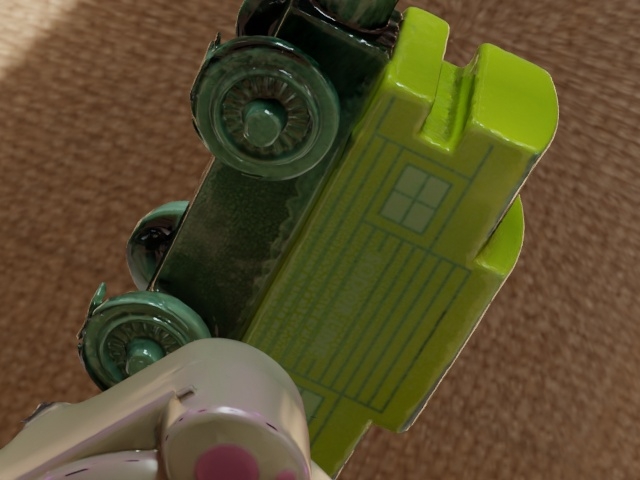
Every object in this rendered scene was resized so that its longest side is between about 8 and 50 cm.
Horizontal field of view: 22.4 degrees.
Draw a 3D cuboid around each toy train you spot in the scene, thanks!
[{"bbox_3d":[0.000,0.000,1.212,0.272,0.179,0.442,25,123,-6],"label":"toy train"}]

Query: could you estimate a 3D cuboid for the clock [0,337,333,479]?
[{"bbox_3d":[-0.081,0.233,0.964,0.284,0.114,0.309,-31,114,8],"label":"clock"}]
